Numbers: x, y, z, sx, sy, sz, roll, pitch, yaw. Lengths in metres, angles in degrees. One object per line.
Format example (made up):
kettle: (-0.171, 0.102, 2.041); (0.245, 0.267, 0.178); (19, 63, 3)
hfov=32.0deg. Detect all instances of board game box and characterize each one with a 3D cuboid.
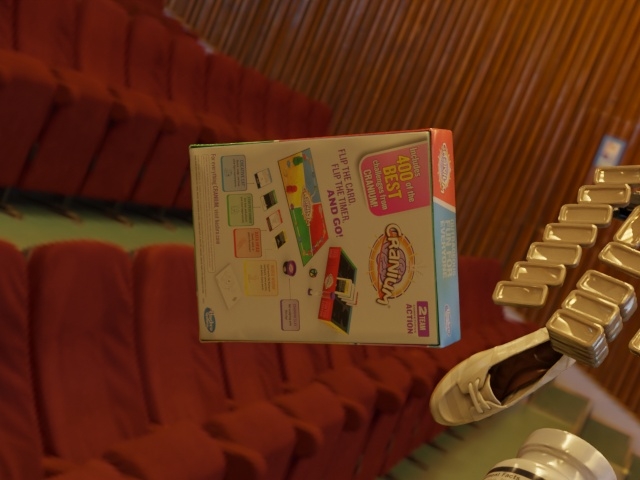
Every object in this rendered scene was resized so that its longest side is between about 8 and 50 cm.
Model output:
board game box: (0.000, 0.000, 1.297); (0.317, 0.242, 0.064); (-1, 4, 27)

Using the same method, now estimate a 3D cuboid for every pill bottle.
pill bottle: (0.237, 0.358, 1.329); (0.153, 0.265, 0.153); (30, -34, 23)

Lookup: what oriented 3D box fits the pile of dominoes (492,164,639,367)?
pile of dominoes: (0.331, 0.023, 1.209); (0.196, 0.251, 0.040); (25, -27, 39)

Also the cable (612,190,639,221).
cable: (0.510, -0.021, 1.585); (0.184, 0.047, 0.150); (12, -10, 40)

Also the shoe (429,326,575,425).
shoe: (0.233, 0.168, 1.411); (0.076, 0.219, 0.058); (59, 9, 3)
